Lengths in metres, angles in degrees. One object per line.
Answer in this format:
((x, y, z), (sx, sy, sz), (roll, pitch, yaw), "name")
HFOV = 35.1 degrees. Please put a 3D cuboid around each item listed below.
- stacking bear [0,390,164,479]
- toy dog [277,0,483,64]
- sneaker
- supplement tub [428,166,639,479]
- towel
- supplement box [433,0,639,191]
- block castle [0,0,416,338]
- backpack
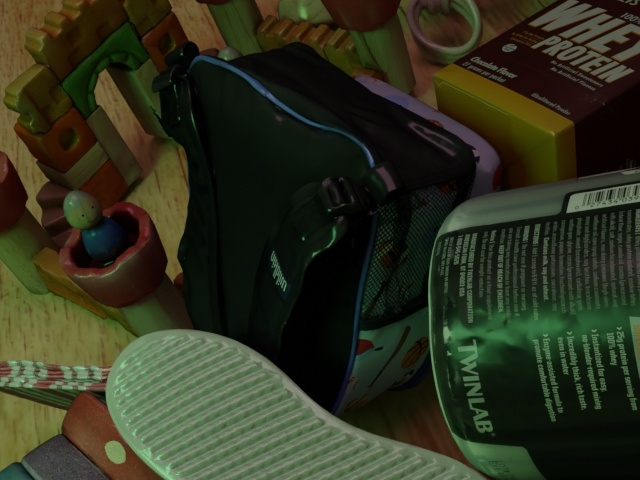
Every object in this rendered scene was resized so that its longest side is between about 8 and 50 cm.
((-0.214, 0.263, 0.711), (0.175, 0.164, 0.289), (28, 67, 41), "stacking bear")
((0.081, -0.341, 1.179), (0.334, 0.220, 0.161), (16, 24, 26), "toy dog")
((-0.014, 0.167, 0.696), (0.282, 0.161, 0.102), (27, 71, 15), "sneaker")
((0.240, 0.044, 0.601), (0.316, 0.193, 0.193), (-9, 44, 28), "supplement tub")
((-0.165, 0.123, 0.832), (0.197, 0.144, 0.029), (-1, 70, 23), "towel")
((0.216, -0.078, 0.814), (0.194, 0.191, 0.129), (-32, 43, -20), "supplement box")
((-0.141, -0.134, 1.012), (0.303, 0.213, 0.453), (20, 61, 37), "block castle")
((0.000, 0.000, 0.793), (0.213, 0.263, 0.276), (-7, 33, -35), "backpack")
